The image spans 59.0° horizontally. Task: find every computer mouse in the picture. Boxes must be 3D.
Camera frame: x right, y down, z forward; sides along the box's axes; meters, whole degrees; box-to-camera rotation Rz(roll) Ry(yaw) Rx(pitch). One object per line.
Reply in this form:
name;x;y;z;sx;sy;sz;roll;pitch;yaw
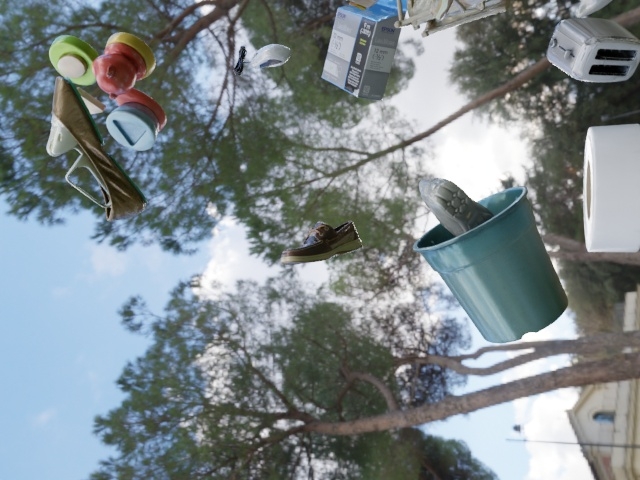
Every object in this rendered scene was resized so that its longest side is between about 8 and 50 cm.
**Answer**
computer mouse;-0.173;-0.538;1.647;0.042;0.193;0.106;48;-130;-48

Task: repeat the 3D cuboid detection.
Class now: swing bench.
swing bench;0.364;-0.677;1.561;0.255;0.253;0.165;-7;-90;-53

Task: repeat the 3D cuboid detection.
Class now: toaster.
toaster;0.712;-0.485;1.452;0.146;0.227;0.129;-103;17;-47

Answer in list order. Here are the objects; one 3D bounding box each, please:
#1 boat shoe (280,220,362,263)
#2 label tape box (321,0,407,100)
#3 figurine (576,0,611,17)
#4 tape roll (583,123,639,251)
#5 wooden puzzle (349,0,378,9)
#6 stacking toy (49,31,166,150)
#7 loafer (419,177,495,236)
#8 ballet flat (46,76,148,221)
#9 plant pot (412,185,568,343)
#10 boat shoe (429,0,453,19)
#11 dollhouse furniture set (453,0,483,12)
boat shoe;0.000;0.000;1.835;0.342;0.123;0.123;-14;-87;-42
label tape box;0.140;-0.660;1.832;0.115;0.249;0.347;-3;-60;-30
figurine;0.481;-0.464;0.880;0.092;0.209;0.215;27;-125;-65
tape roll;0.650;-0.115;1.261;0.286;0.100;0.286;-1;-90;-69
wooden puzzle;0.110;-0.638;1.499;0.079;0.116;0.014;9;-84;-22
stacking toy;-0.549;-0.360;1.422;0.309;0.280;0.130;90;-167;-52
loafer;0.379;-0.069;1.523;0.112;0.111;0.319;-50;-54;-1
ballet flat;-0.523;-0.186;1.263;0.124;0.116;0.342;-36;-61;-20
plant pot;0.486;0.078;1.560;0.334;0.341;0.341;59;-140;-6
boat shoe;0.220;-0.475;1.031;0.190;0.072;0.068;96;-163;-79
dollhouse furniture set;0.315;-0.698;1.187;0.303;0.198;0.286;32;-104;-28
